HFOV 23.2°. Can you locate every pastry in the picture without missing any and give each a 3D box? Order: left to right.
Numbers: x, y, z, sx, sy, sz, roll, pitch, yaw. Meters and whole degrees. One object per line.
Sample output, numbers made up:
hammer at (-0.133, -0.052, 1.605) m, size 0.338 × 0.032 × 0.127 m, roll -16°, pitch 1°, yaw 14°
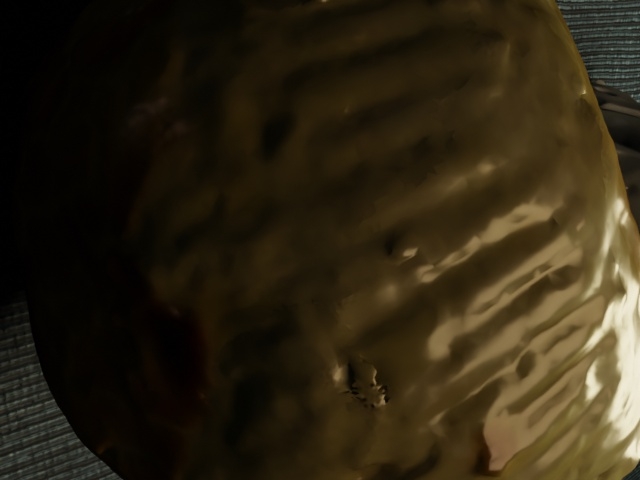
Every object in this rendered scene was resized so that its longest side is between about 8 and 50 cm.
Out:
pastry at (0.000, 0.000, 0.822) m, size 0.313 × 0.388 × 0.388 m, roll -22°, pitch 150°, yaw 5°

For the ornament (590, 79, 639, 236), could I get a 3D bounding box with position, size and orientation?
ornament at (0.272, 0.011, 1.427) m, size 0.239 × 0.240 × 0.239 m, roll -15°, pitch 127°, yaw -56°
